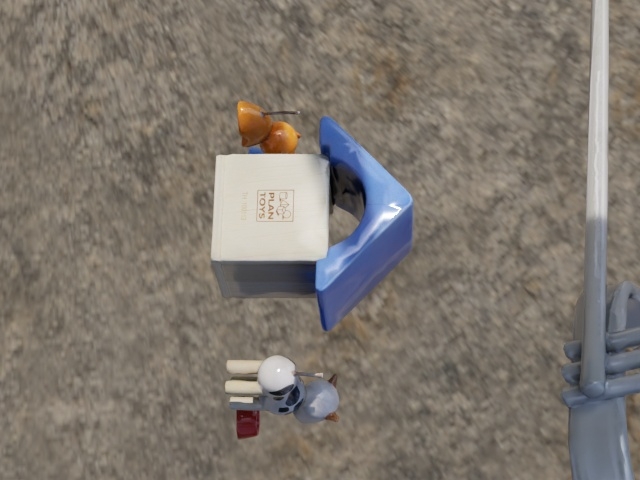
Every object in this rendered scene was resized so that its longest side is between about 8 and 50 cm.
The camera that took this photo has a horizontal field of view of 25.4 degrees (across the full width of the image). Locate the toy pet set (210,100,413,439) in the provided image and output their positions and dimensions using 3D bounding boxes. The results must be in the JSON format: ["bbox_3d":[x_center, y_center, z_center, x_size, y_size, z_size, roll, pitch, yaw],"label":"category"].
[{"bbox_3d":[0.000,0.000,0.507,0.065,0.114,0.122,0,68,3],"label":"toy pet set"}]

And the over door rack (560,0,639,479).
[{"bbox_3d":[0.195,-0.054,0.434,0.239,0.324,0.108,-15,134,22],"label":"over door rack"}]
